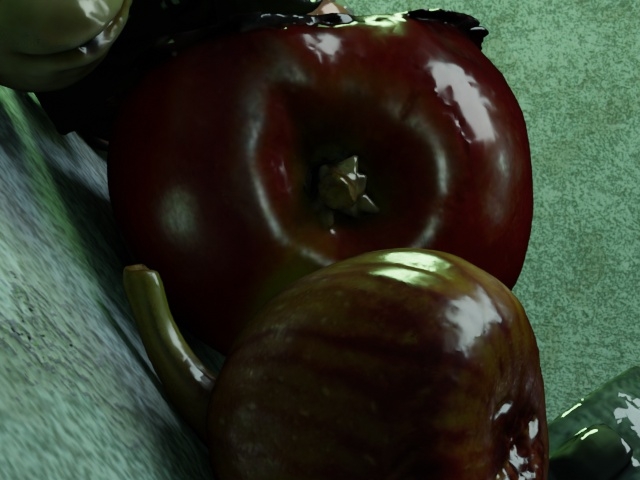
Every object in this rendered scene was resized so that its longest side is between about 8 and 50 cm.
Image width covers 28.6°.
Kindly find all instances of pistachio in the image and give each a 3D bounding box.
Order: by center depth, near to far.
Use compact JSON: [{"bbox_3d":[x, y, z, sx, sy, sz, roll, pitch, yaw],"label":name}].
[{"bbox_3d":[-0.169,-0.146,0.721,0.185,0.126,0.108,-114,-160,-47],"label":"pistachio"}]

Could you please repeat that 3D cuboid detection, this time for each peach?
[{"bbox_3d":[0.000,0.000,0.806,0.362,0.257,0.201,125,-46,-73],"label":"peach"}]

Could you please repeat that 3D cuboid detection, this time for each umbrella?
[{"bbox_3d":[-0.065,-0.155,0.760,0.118,0.340,0.118,18,62,-38],"label":"umbrella"}]

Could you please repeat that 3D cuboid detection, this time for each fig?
[{"bbox_3d":[0.004,0.092,0.612,0.175,0.207,0.175,14,74,-61],"label":"fig"}]

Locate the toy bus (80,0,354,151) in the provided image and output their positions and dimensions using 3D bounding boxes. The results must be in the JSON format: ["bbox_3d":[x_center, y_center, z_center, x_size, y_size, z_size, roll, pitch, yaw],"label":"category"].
[{"bbox_3d":[-0.089,-0.155,1.026,0.288,0.232,0.194,54,5,-46],"label":"toy bus"}]

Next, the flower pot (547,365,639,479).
[{"bbox_3d":[0.251,0.256,0.905,0.283,0.299,0.299,51,2,19],"label":"flower pot"}]
